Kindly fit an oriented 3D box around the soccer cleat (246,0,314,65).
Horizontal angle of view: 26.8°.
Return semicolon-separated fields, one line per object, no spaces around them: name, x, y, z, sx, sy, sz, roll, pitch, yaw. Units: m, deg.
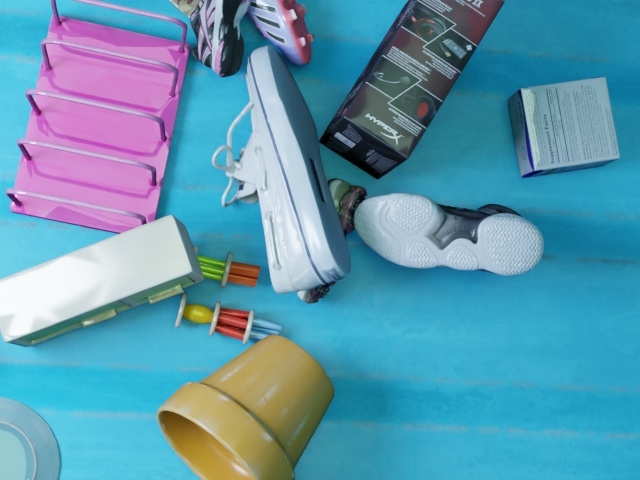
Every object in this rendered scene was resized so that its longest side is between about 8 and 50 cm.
soccer cleat;-0.092;-0.360;1.954;0.095;0.083;0.248;-24;100;19

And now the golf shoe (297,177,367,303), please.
golf shoe;0.000;0.000;1.940;0.086;0.067;0.186;18;80;20

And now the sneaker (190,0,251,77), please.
sneaker;-0.151;-0.325;1.914;0.077;0.072;0.178;22;112;27

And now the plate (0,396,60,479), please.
plate;-0.455;0.310;1.856;0.188;0.024;0.188;1;85;-8

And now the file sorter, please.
file sorter;-0.303;-0.170;1.848;0.202;0.182;0.290;11;83;-6

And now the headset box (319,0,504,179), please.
headset box;0.132;-0.247;1.900;0.110;0.218;0.293;33;80;-5

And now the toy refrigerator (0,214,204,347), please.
toy refrigerator;-0.303;0.061;1.836;0.270;0.102;0.094;-21;80;1

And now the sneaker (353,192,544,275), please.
sneaker;0.187;-0.010;1.928;0.269;0.153;0.101;10;97;11

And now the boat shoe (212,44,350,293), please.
boat shoe;-0.078;-0.092;1.901;0.157;0.136;0.367;-21;73;15

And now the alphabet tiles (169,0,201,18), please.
alphabet tiles;-0.193;-0.455;1.982;0.237;0.009;0.198;41;81;-2

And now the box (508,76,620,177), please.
box;0.360;-0.167;1.997;0.137;0.072;0.126;-8;86;-10

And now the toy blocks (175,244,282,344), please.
toy blocks;-0.121;0.081;1.912;0.148;0.054;0.123;14;83;-6

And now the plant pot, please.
plant pot;-0.086;0.238;1.840;0.205;0.205;0.188;45;65;-2
